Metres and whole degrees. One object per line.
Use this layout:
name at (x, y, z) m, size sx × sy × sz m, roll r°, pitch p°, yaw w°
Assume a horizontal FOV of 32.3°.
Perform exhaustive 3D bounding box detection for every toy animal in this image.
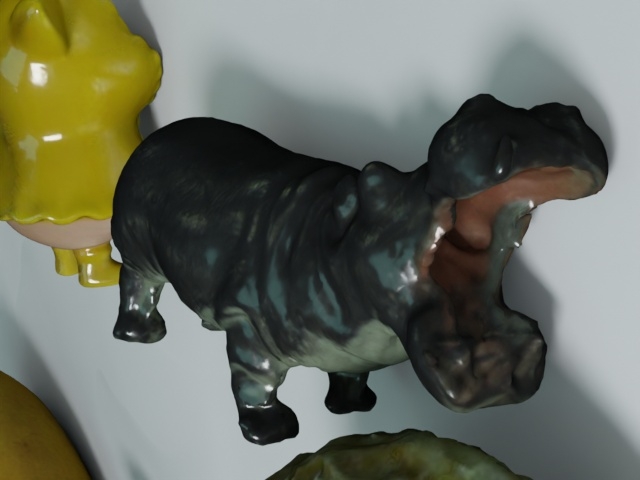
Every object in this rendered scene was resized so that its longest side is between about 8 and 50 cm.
toy animal at (-0.190, -0.078, 0.816) m, size 0.156 × 0.156 × 0.230 m, roll 20°, pitch 125°, yaw 56°
toy animal at (0.004, 0.017, 0.561) m, size 0.343 × 0.106 × 0.169 m, roll 5°, pitch 101°, yaw 53°

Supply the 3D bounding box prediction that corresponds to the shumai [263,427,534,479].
shumai at (0.018, 0.220, 0.483) m, size 0.225 × 0.222 × 0.260 m, roll 54°, pitch 151°, yaw -10°

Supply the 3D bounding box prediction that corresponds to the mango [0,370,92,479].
mango at (-0.372, 0.318, 1.254) m, size 0.445 × 0.232 × 0.300 m, roll 42°, pitch 135°, yaw 34°
